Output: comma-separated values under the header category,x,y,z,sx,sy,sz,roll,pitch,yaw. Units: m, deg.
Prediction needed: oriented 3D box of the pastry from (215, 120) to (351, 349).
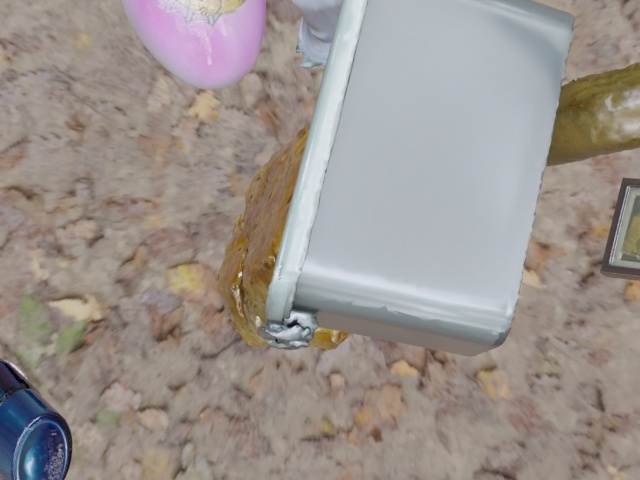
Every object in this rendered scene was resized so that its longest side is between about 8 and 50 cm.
category,x,y,z,sx,sy,sz,roll,pitch,yaw
pastry,0.000,0.000,1.224,0.162,0.311,0.255,22,78,-16

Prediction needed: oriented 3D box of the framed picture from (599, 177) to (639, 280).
category,x,y,z,sx,sy,sz,roll,pitch,yaw
framed picture,0.531,-0.017,1.797,0.128,0.023,0.168,7,75,38

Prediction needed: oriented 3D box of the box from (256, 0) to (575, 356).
category,x,y,z,sx,sy,sz,roll,pitch,yaw
box,0.056,-0.043,0.661,0.135,0.163,0.243,15,79,-1

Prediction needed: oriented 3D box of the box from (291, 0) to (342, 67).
category,x,y,z,sx,sy,sz,roll,pitch,yaw
box,0.083,-0.398,1.530,0.336,0.106,0.264,-7,67,36

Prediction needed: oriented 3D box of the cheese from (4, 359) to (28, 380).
category,x,y,z,sx,sy,sz,roll,pitch,yaw
cheese,-0.522,0.302,1.836,0.155,0.062,0.244,-25,81,22

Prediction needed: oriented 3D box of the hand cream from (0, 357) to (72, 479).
category,x,y,z,sx,sy,sz,roll,pitch,yaw
hand cream,-0.316,0.135,0.998,0.061,0.270,0.120,-14,119,-41

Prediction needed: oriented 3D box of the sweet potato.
category,x,y,z,sx,sy,sz,roll,pitch,yaw
sweet potato,0.222,-0.089,0.728,0.233,0.081,0.062,-14,76,23

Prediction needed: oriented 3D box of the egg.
category,x,y,z,sx,sy,sz,roll,pitch,yaw
egg,-0.167,-0.333,1.474,0.196,0.196,0.271,-27,97,1
